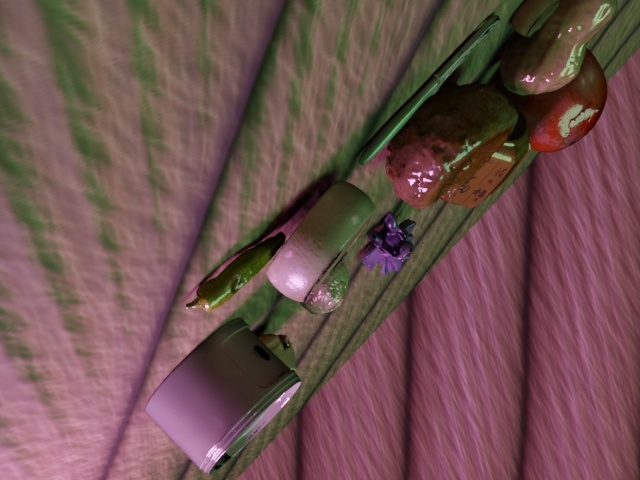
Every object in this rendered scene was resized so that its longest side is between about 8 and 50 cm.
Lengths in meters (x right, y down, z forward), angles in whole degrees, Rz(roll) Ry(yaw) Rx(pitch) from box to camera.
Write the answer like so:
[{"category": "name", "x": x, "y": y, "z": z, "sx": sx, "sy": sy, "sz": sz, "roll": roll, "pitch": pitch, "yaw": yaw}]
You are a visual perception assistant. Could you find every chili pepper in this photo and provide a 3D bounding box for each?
[{"category": "chili pepper", "x": -0.102, "y": 0.037, "z": 1.728, "sx": 0.208, "sy": 0.043, "sz": 0.049, "roll": -38, "pitch": 155, "yaw": -38}]

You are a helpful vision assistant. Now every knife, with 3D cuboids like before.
[{"category": "knife", "x": 0.158, "y": -0.219, "z": 1.820, "sx": 0.293, "sy": 0.020, "sz": 0.043, "roll": -47, "pitch": 168, "yaw": 5}]

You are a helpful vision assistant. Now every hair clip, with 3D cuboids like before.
[{"category": "hair clip", "x": 0.147, "y": 0.007, "z": 2.541, "sx": 0.137, "sy": 0.090, "sz": 0.278, "roll": -43, "pitch": 175, "yaw": -6}]

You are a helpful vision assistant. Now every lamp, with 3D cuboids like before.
[{"category": "lamp", "x": 0.263, "y": -0.156, "z": 2.136, "sx": 0.161, "sy": 0.161, "sz": 0.185, "roll": -37, "pitch": 168, "yaw": -40}]

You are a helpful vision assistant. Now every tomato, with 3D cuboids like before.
[{"category": "tomato", "x": 0.414, "y": -0.258, "z": 2.239, "sx": 0.208, "sy": 0.184, "sz": 0.208, "roll": -43, "pitch": 169, "yaw": -11}]

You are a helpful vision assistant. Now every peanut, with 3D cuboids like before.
[{"category": "peanut", "x": 0.392, "y": -0.331, "z": 2.036, "sx": 0.123, "sy": 0.123, "sz": 0.256, "roll": -35, "pitch": 168, "yaw": -48}]

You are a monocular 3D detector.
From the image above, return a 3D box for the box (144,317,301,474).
[{"category": "box", "x": -0.159, "y": 0.260, "z": 2.086, "sx": 0.226, "sy": 0.149, "sz": 0.226, "roll": -45, "pitch": 171, "yaw": -9}]

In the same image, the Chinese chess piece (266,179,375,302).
[{"category": "Chinese chess piece", "x": 0.000, "y": 0.000, "z": 1.803, "sx": 0.188, "sy": 0.083, "sz": 0.188, "roll": -51, "pitch": 177, "yaw": -4}]

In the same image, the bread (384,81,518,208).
[{"category": "bread", "x": 0.193, "y": -0.154, "z": 1.931, "sx": 0.230, "sy": 0.123, "sz": 0.230, "roll": -39, "pitch": 171, "yaw": -7}]

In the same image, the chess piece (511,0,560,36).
[{"category": "chess piece", "x": 0.334, "y": -0.355, "z": 1.941, "sx": 0.083, "sy": 0.038, "sz": 0.083, "roll": -46, "pitch": 170, "yaw": -10}]

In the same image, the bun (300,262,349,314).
[{"category": "bun", "x": 0.015, "y": 0.092, "z": 2.357, "sx": 0.115, "sy": 0.069, "sz": 0.115, "roll": -46, "pitch": 171, "yaw": -10}]

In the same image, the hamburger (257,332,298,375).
[{"category": "hamburger", "x": -0.135, "y": 0.262, "z": 2.335, "sx": 0.210, "sy": 0.116, "sz": 0.173, "roll": -46, "pitch": 163, "yaw": 27}]
